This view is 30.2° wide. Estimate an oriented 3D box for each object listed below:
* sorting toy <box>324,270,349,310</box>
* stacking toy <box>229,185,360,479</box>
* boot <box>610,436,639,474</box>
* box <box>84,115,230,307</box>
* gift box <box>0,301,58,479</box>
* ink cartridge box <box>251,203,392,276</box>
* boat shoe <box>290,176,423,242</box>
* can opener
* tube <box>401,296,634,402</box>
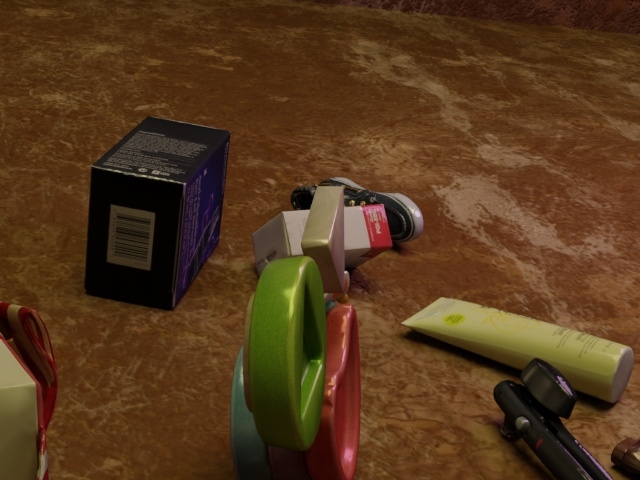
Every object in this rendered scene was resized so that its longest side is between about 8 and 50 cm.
[{"bbox_3d":[-0.017,0.066,1.314,0.083,0.045,0.075,4,30,46],"label":"sorting toy"},{"bbox_3d":[-0.055,0.121,0.895,0.130,0.280,0.309,0,23,10],"label":"stacking toy"},{"bbox_3d":[0.345,0.208,1.096,0.106,0.037,0.114,-26,35,-32],"label":"boot"},{"bbox_3d":[-0.184,-0.039,1.359,0.108,0.153,0.207,11,24,7],"label":"box"},{"bbox_3d":[-0.276,0.182,0.704,0.258,0.255,0.276,-8,22,-28],"label":"gift box"},{"bbox_3d":[0.000,0.000,1.391,0.135,0.056,0.099,-5,-14,-28],"label":"ink cartridge box"},{"bbox_3d":[0.044,-0.034,1.540,0.083,0.065,0.183,-15,25,-39],"label":"boat shoe"},{"bbox_3d":[0.216,0.185,1.088,0.059,0.073,0.186,6,31,-24],"label":"can opener"},{"bbox_3d":[0.211,0.107,1.268,0.240,0.062,0.070,17,-16,32],"label":"tube"}]
